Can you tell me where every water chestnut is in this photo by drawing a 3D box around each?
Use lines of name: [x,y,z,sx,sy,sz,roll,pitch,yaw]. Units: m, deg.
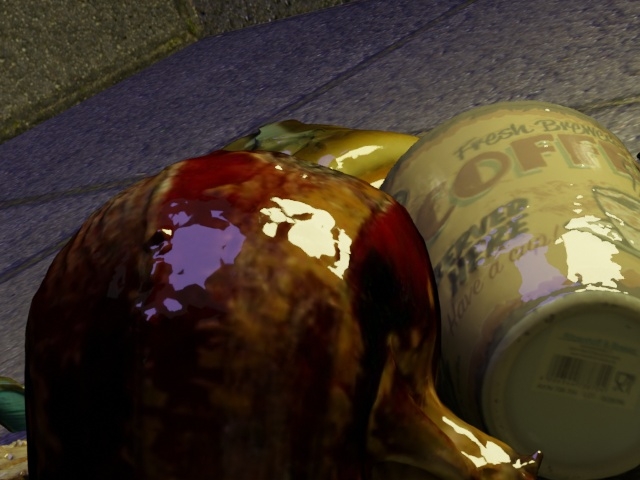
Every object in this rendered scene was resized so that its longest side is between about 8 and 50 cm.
water chestnut: [-0.017,0.114,1.151,0.302,0.350,0.350,5,21,12]

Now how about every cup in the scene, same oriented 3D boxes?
cup: [0.195,0.057,1.334,0.301,0.227,0.257,6,24,-10]

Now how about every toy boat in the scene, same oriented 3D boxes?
toy boat: [-0.238,0.126,1.827,0.186,0.077,0.075,-16,11,-20]

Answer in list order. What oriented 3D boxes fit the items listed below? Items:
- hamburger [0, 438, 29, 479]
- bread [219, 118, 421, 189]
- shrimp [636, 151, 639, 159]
hamburger: [-0.280,0.241,1.275,0.282,0.245,0.155,3,3,-37]
bread: [0.000,0.000,1.742,0.301,0.210,0.341,-26,15,-9]
shrimp: [0.327,0.005,1.270,0.289,0.075,0.178,34,26,17]
